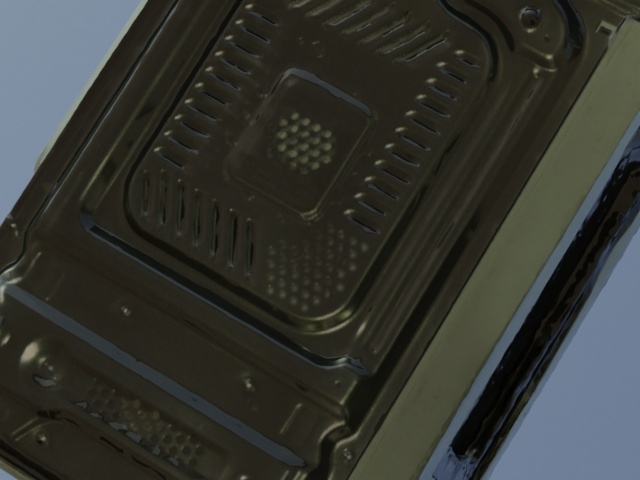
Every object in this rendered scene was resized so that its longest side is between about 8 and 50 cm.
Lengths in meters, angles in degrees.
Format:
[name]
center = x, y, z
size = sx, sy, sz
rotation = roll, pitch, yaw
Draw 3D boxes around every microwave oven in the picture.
[microwave oven]
center = 0.000, 0.000, 0.576
size = 0.162, 0.122, 0.208
rotation = 30, -98, 16
